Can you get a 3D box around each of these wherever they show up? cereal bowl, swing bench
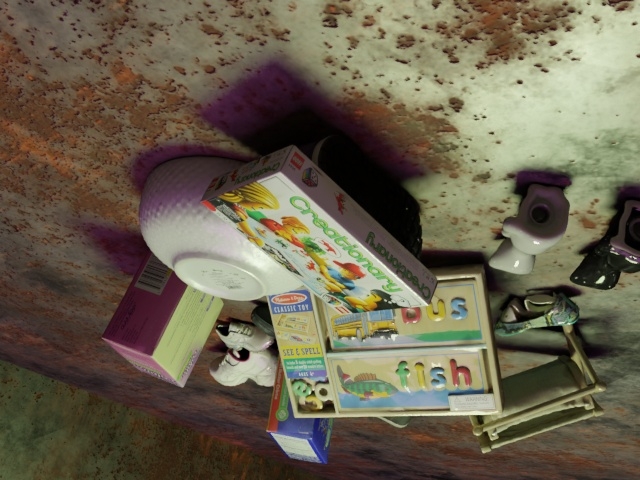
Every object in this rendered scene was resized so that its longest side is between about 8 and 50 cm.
[{"bbox_3d":[-0.154,0.006,1.179,0.339,0.141,0.339,10,153,5],"label":"cereal bowl"},{"bbox_3d":[0.412,0.305,1.376,0.253,0.165,0.254,-22,145,8],"label":"swing bench"}]

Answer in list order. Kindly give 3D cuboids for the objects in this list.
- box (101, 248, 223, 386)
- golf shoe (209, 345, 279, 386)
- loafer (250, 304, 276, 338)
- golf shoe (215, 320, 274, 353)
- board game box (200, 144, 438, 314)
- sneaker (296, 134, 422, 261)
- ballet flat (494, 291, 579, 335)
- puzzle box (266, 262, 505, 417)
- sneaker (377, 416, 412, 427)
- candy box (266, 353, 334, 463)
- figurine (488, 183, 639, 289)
[{"bbox_3d":[-0.324,0.166,1.460,0.117,0.213,0.243,18,157,13],"label":"box"},{"bbox_3d":[-0.216,0.324,1.903,0.306,0.115,0.140,-12,124,42],"label":"golf shoe"},{"bbox_3d":[-0.052,0.199,1.588,0.223,0.076,0.078,24,133,1],"label":"loafer"},{"bbox_3d":[-0.194,0.239,1.744,0.176,0.069,0.086,-9,140,36],"label":"golf shoe"},{"bbox_3d":[0.000,0.000,0.984,0.305,0.053,0.193,40,148,-27],"label":"board game box"},{"bbox_3d":[0.046,-0.050,1.037,0.124,0.107,0.283,-4,141,43],"label":"sneaker"},{"bbox_3d":[0.386,0.130,1.274,0.070,0.070,0.188,29,148,-28],"label":"ballet flat"},{"bbox_3d":[0.116,0.192,1.272,0.409,0.272,0.052,-7,-167,21],"label":"puzzle box"},{"bbox_3d":[0.173,0.457,2.010,0.222,0.083,0.118,21,135,1],"label":"sneaker"},{"bbox_3d":[-0.035,0.400,1.757,0.122,0.268,0.317,5,152,9],"label":"candy box"},{"bbox_3d":[0.364,0.014,1.019,0.215,0.092,0.209,11,158,7],"label":"figurine"}]
